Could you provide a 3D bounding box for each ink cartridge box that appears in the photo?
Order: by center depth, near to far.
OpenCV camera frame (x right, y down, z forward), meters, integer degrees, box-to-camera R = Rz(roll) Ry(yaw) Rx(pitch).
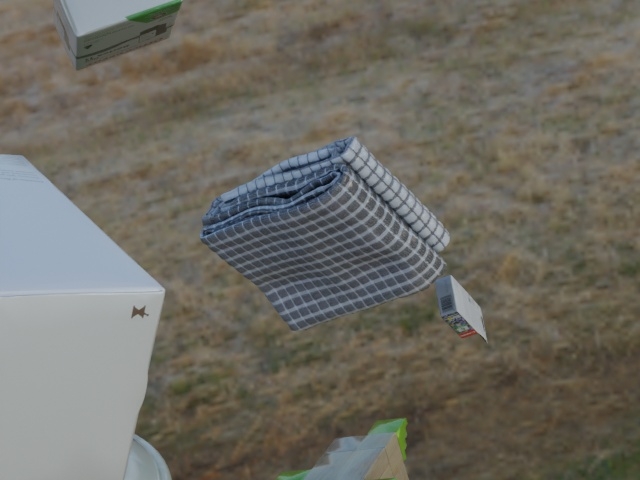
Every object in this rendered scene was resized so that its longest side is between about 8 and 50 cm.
[{"bbox_3d":[-0.277,-0.311,1.739,0.153,0.087,0.208,-22,0,-12],"label":"ink cartridge box"},{"bbox_3d":[0.204,0.104,1.864,0.029,0.115,0.063,-21,53,20],"label":"ink cartridge box"}]

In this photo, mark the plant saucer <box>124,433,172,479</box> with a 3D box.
[{"bbox_3d":[-0.377,0.311,1.514,0.400,0.100,0.400,-10,26,5],"label":"plant saucer"}]

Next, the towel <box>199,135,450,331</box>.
[{"bbox_3d":[0.000,0.000,1.749,0.283,0.235,0.121,-21,43,37],"label":"towel"}]

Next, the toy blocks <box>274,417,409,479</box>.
[{"bbox_3d":[0.049,0.442,1.736,0.190,0.261,0.381,-10,15,24],"label":"toy blocks"}]

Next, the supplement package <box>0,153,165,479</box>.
[{"bbox_3d":[-0.279,0.057,1.035,0.175,0.177,0.293,1,22,-37],"label":"supplement package"}]
